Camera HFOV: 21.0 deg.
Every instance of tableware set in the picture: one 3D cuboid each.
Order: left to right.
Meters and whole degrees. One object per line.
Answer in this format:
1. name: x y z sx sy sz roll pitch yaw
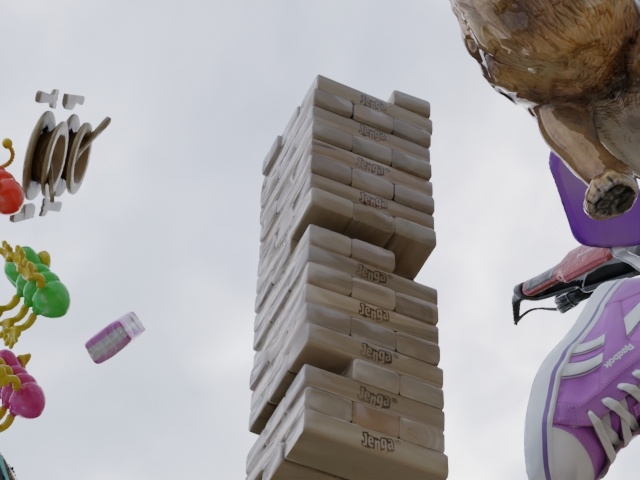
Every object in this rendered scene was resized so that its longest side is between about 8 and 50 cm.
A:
1. tableware set: -0.249 -0.081 1.686 0.194 0.039 0.128 -35 -42 -84

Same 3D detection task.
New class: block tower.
1. block tower: 0.015 0.032 1.079 0.097 0.335 0.091 20 -51 -14

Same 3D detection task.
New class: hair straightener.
1. hair straightener: 0.287 0.054 1.883 0.089 0.047 0.230 25 -33 -18

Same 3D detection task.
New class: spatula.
1. spatula: 0.249 0.040 1.259 0.084 0.296 0.030 -2 -39 -32

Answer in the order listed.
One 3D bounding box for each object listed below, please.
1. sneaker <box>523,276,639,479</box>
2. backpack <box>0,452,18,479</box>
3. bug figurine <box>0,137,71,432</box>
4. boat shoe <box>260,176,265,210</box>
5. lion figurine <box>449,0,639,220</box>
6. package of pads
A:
1. sneaker: 0.290 0.128 1.541 0.282 0.161 0.102 -57 -48 -38
2. backpack: -0.214 0.231 0.983 0.166 0.188 0.144 -28 -48 -13
3. bug figurine: -0.300 0.054 1.583 0.072 0.216 0.279 -5 -53 -37
4. boat shoe: 0.000 0.000 1.805 0.098 0.277 0.096 -17 -44 18
5. lion figurine: 0.215 -0.082 1.105 0.142 0.240 0.392 -37 -46 11
6. package of pads: -0.223 0.105 1.873 0.050 0.032 0.083 -34 2 7
